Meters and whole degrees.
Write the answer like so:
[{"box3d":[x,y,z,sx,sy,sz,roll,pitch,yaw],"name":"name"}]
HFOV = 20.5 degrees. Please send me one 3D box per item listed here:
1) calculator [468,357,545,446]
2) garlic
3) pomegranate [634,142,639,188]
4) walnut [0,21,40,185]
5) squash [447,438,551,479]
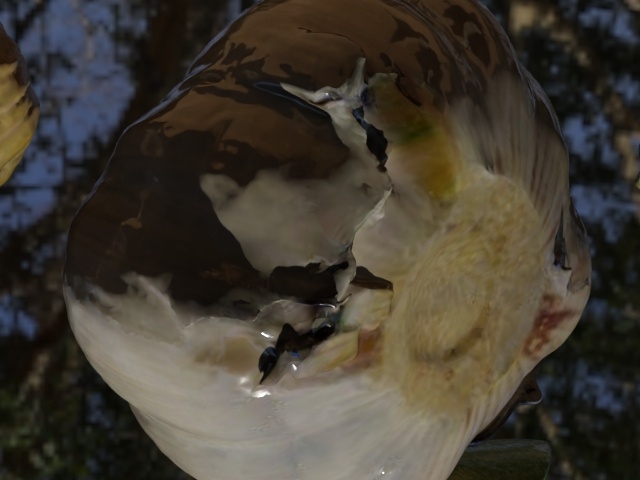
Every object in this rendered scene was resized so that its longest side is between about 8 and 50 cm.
[{"box3d":[0.043,0.045,1.281,0.268,0.040,0.177,31,-130,11],"name":"calculator"},{"box3d":[0.013,0.005,0.966,0.322,0.322,0.241,-15,-127,-33],"name":"garlic"},{"box3d":[0.289,-0.076,1.077,0.179,0.210,0.179,28,-155,-14],"name":"pomegranate"},{"box3d":[-0.255,-0.075,1.001,0.184,0.155,0.155,-24,-146,-17],"name":"walnut"},{"box3d":[0.155,0.244,1.575,0.289,0.111,0.203,7,-143,-46],"name":"squash"}]
